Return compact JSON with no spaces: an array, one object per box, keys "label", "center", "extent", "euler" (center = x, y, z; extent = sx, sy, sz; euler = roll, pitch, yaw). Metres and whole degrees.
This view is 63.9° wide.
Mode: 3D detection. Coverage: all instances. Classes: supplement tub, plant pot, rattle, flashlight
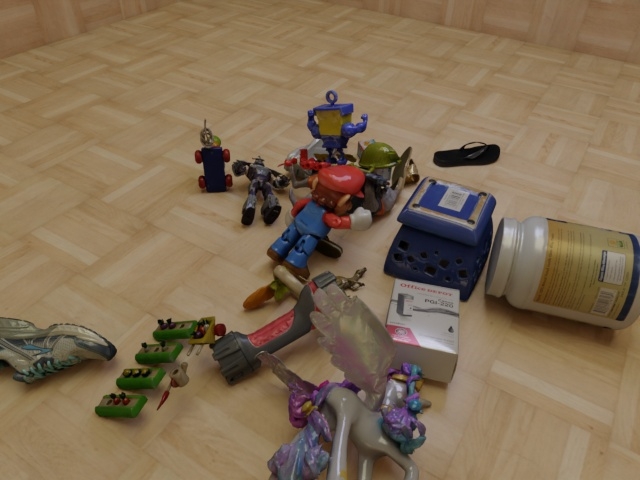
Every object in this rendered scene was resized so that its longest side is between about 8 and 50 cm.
[{"label":"supplement tub","center":[0.571,0.068,1.214],"extent":[0.316,0.228,0.228],"euler":[12,41,12]},{"label":"plant pot","center":[0.318,-0.021,1.326],"extent":[0.236,0.212,0.236],"euler":[19,43,21]},{"label":"rattle","center":[-0.061,0.162,1.208],"extent":[0.199,0.130,0.143],"euler":[44,65,5]},{"label":"flashlight","center":[-0.087,0.177,1.097],"extent":[0.304,0.103,0.103],"euler":[-27,44,-8]}]

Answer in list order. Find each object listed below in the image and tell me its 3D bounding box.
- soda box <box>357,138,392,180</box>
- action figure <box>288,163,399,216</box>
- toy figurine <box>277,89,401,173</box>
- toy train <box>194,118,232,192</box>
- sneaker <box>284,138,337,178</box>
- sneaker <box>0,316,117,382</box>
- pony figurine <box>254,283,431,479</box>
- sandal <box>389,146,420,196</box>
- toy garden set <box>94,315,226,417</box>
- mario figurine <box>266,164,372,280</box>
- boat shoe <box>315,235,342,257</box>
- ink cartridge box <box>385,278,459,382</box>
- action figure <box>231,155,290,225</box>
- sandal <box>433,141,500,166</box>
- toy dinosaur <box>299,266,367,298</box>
[{"label":"soda box","center":[0.181,-0.274,1.741],"extent":[0.063,0.058,0.183],"euler":[-8,42,-12]},{"label":"action figure","center":[0.069,-0.144,1.553],"extent":[0.330,0.179,0.341],"euler":[6,12,-5]},{"label":"toy figurine","center":[0.044,-0.318,1.468],"extent":[0.362,0.217,0.191],"euler":[11,21,40]},{"label":"toy train","center":[-0.334,-0.288,1.595],"extent":[0.105,0.248,0.143],"euler":[-4,36,-7]},{"label":"sneaker","center":[0.006,-0.284,1.736],"extent":[0.115,0.105,0.281],"euler":[39,58,17]},{"label":"sneaker","center":[-0.572,0.246,1.080],"extent":[0.282,0.110,0.122],"euler":[3,58,5]},{"label":"pony figurine","center":[0.046,0.306,0.920],"extent":[0.351,0.303,0.363],"euler":[39,40,-7]},{"label":"sandal","center":[0.282,-0.202,1.666],"extent":[0.079,0.088,0.240],"euler":[34,48,-11]},{"label":"toy garden set","center":[-0.323,0.243,1.045],"extent":[0.203,0.049,0.244],"euler":[-9,33,29]},{"label":"mario figurine","center":[0.014,-0.050,1.342],"extent":[0.198,0.321,0.170],"euler":[37,3,-1]},{"label":"boat shoe","center":[0.000,0.000,1.408],"extent":[0.152,0.056,0.049],"euler":[24,50,24]},{"label":"ink cartridge box","center":[0.224,0.193,1.143],"extent":[0.158,0.092,0.218],"euler":[10,32,9]},{"label":"action figure","center":[-0.181,-0.169,1.564],"extent":[0.185,0.099,0.285],"euler":[6,44,-16]},{"label":"sandal","center":[0.520,-0.304,1.792],"extent":[0.254,0.054,0.097],"euler":[-11,42,-15]},{"label":"toy dinosaur","center":[0.044,0.112,1.294],"extent":[0.183,0.053,0.092],"euler":[-8,25,-23]}]
